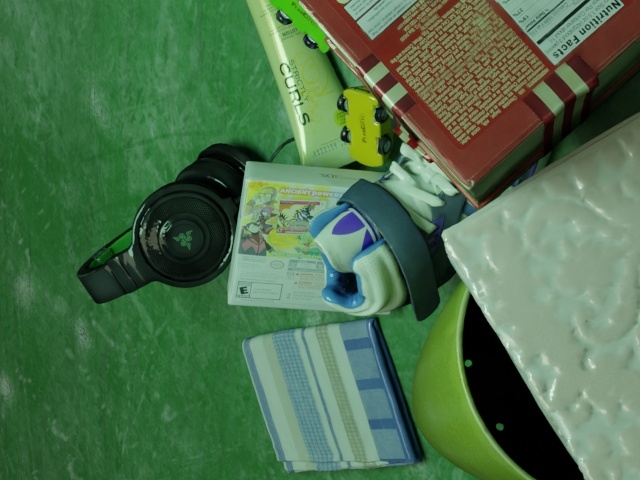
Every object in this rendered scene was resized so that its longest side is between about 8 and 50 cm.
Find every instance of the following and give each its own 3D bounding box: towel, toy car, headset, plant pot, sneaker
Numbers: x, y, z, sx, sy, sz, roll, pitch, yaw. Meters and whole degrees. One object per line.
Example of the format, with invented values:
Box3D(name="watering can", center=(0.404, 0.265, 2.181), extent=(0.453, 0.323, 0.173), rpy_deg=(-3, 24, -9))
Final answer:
Box3D(name="towel", center=(0.010, 0.214, 1.680), extent=(0.285, 0.034, 0.209), rpy_deg=(-15, 95, 49))
Box3D(name="towel", center=(0.319, 0.055, 1.078), extent=(0.332, 0.317, 0.053), rpy_deg=(60, -177, 6))
Box3D(name="toy car", center=(0.039, -0.221, 1.379), extent=(0.225, 0.053, 0.239), rpy_deg=(44, 141, 7))
Box3D(name="headset", center=(-0.130, -0.013, 1.588), extent=(0.394, 0.243, 0.185), rpy_deg=(-28, 102, 28))
Box3D(name="plant pot", center=(0.211, 0.144, 1.269), extent=(0.274, 0.275, 0.293), rpy_deg=(61, 158, 6))
Box3D(name="sneaker", center=(0.104, -0.050, 1.276), extent=(0.130, 0.236, 0.322), rpy_deg=(44, 137, 25))

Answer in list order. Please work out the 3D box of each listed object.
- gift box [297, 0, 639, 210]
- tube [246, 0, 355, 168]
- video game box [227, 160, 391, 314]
Box3D(name="gift box", center=(0.142, -0.205, 1.099), extent=(0.255, 0.258, 0.276), rpy_deg=(-37, 81, 6))
Box3D(name="tube", center=(-0.018, -0.198, 1.474), extent=(0.070, 0.062, 0.240), rpy_deg=(-23, 89, 36))
Box3D(name="video game box", center=(0.000, 0.000, 1.463), extent=(0.048, 0.205, 0.187), rpy_deg=(-98, 16, -50))
